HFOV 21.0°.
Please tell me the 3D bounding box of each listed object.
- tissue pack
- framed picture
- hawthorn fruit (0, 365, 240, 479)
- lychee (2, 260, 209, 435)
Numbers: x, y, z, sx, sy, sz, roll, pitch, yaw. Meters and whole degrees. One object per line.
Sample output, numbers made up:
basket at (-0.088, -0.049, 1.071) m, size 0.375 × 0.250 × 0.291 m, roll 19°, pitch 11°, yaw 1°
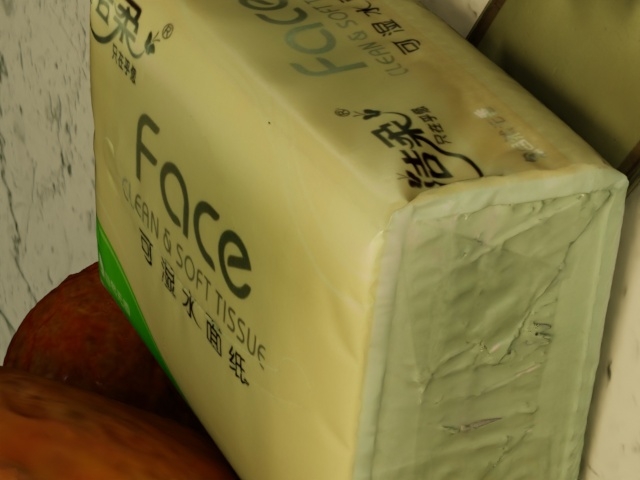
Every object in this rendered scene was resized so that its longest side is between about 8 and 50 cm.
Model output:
tissue pack at (0.000, 0.000, 1.180) m, size 0.405 × 0.205 × 0.332 m, roll 46°, pitch 141°, yaw 44°
framed picture at (0.160, -0.110, 1.054) m, size 0.173 × 0.010 × 0.231 m, roll 64°, pitch 149°, yaw 22°
hawthorn fruit at (-0.224, 0.305, 1.220) m, size 0.472 × 0.471 × 0.472 m, roll 33°, pitch 130°, yaw 52°
lychee at (-0.158, 0.138, 1.512) m, size 0.300 × 0.255 × 0.255 m, roll -27°, pitch 75°, yaw 24°
